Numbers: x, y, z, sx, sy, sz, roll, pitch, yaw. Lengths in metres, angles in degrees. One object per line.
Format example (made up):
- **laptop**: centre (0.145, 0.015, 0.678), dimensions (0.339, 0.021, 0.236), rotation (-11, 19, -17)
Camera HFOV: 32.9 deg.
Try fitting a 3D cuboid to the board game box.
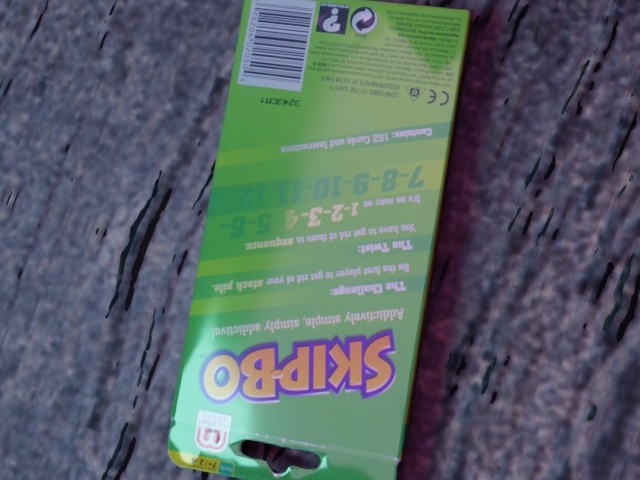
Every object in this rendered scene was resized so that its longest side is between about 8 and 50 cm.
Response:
- **board game box**: centre (0.000, 0.000, 0.575), dimensions (0.124, 0.039, 0.259), rotation (9, 83, 12)
